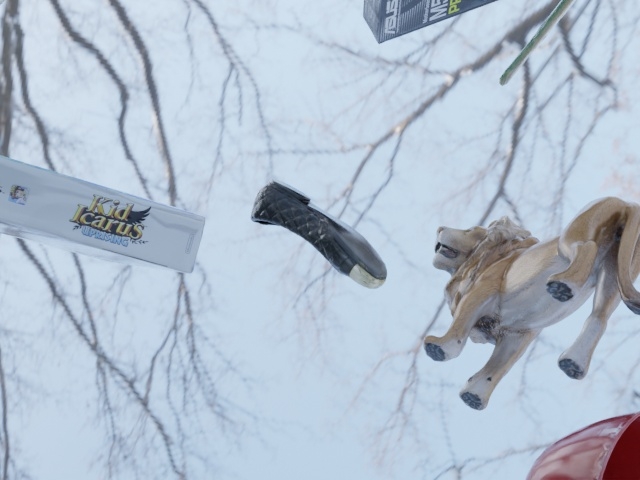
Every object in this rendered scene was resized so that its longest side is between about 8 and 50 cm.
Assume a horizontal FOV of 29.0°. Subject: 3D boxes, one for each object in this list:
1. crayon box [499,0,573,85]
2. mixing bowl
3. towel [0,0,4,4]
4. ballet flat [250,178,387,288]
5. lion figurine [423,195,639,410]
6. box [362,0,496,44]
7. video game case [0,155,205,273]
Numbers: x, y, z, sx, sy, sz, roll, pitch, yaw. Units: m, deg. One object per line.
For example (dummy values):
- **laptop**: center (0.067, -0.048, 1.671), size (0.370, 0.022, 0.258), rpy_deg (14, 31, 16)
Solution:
- **crayon box**: center (0.147, -0.219, 0.434), size (0.083, 0.323, 0.203), rpy_deg (38, -156, 2)
- **mixing bowl**: center (0.212, 0.211, 0.929), size (0.181, 0.098, 0.182), rpy_deg (2, -93, -45)
- **towel**: center (-0.349, -0.250, 0.805), size (0.325, 0.038, 0.248), rpy_deg (43, -108, -17)
- **ballet flat**: center (0.000, 0.000, 1.161), size (0.057, 0.049, 0.173), rpy_deg (12, -159, -49)
- **lion figurine**: center (0.242, 0.037, 1.286), size (0.142, 0.392, 0.240), rpy_deg (49, -123, -13)
- **box**: center (0.172, -0.410, 1.737), size (0.216, 0.270, 0.060), rpy_deg (-22, -115, -12)
- **video game case**: center (-0.269, -0.031, 1.187), size (0.244, 0.269, 0.061), rpy_deg (15, -95, -24)
